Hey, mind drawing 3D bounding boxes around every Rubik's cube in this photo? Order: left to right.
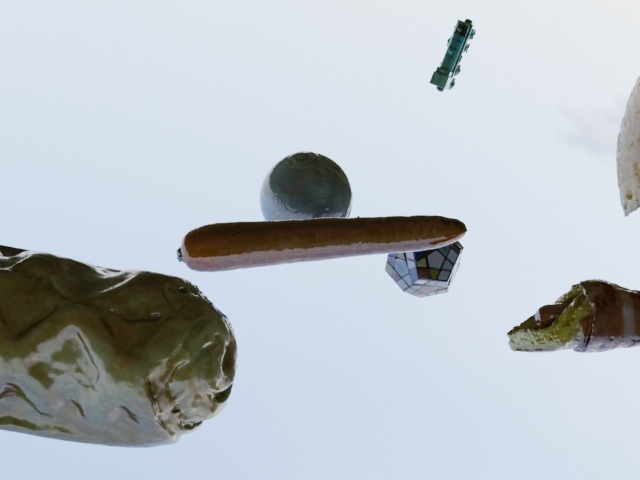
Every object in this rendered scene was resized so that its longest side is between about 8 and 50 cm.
[{"bbox_3d":[0.141,0.024,1.580,0.111,0.111,0.093,9,-179,-13],"label":"Rubik's cube"}]

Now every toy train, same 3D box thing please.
[{"bbox_3d":[0.157,-0.221,1.383,0.029,0.092,0.045,25,-169,15],"label":"toy train"}]

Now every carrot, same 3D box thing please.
[{"bbox_3d":[0.000,0.000,0.985,0.248,0.043,0.043,-4,-157,4],"label":"carrot"}]

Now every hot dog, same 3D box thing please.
[{"bbox_3d":[0.375,0.097,1.540,0.262,0.093,0.123,-6,-175,-10],"label":"hot dog"}]

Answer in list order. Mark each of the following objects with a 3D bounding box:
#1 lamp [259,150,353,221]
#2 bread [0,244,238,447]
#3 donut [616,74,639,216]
[{"bbox_3d":[-0.016,-0.047,1.274,0.105,0.105,0.105,12,-157,-5],"label":"lamp"},{"bbox_3d":[-0.189,0.071,0.808,0.268,0.129,0.152,10,170,3],"label":"bread"},{"bbox_3d":[0.535,-0.111,1.515,0.164,0.377,0.435,-9,-143,-10],"label":"donut"}]
